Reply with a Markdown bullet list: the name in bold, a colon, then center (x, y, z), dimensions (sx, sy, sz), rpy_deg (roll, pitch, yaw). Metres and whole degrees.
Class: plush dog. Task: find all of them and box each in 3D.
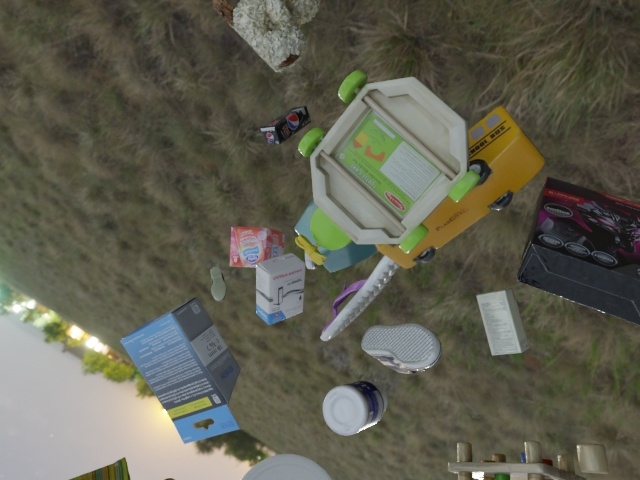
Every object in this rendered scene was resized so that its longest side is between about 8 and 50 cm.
- **plush dog**: center (-0.078, -0.502, 1.053), dimensions (0.210, 0.225, 0.262), rpy_deg (43, -171, -14)

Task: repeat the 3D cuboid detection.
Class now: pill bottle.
- **pill bottle**: center (0.093, 0.401, 1.220), dimensions (0.111, 0.112, 0.186), rpy_deg (17, 178, 28)

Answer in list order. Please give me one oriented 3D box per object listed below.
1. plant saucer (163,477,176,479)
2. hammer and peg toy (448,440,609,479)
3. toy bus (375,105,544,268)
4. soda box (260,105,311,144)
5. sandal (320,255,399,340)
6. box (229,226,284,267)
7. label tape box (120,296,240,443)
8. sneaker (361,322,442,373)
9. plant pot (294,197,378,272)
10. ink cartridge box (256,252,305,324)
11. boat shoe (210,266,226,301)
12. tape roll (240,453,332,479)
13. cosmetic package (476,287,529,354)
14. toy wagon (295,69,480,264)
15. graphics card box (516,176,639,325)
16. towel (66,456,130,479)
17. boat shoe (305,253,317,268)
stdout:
- **plant saucer**: center (-0.347, 0.577, 1.121), dimensions (0.013, 0.084, 0.083), rpy_deg (4, 147, 30)
- **hammer and peg toy**: center (0.535, 0.579, 1.227), dimensions (0.361, 0.128, 0.265), rpy_deg (-21, 140, 40)
- **toy bus**: center (0.248, -0.091, 0.955), dimensions (0.332, 0.130, 0.108), rpy_deg (-39, 132, 24)
- **soda box**: center (-0.099, -0.338, 1.468), dimensions (0.060, 0.169, 0.053), rpy_deg (3, 124, 36)
- **sandal**: center (0.130, 0.156, 1.654), dimensions (0.102, 0.416, 0.169), rpy_deg (42, -176, 20)
- **box**: center (-0.240, 0.033, 1.952), dimensions (0.142, 0.154, 0.300), rpy_deg (2, 178, 8)
- **label tape box**: center (-0.343, 0.346, 1.318), dimensions (0.240, 0.106, 0.334), rpy_deg (-27, 96, 33)
- **sneaker**: center (0.255, 0.312, 1.430), dimensions (0.127, 0.126, 0.321), rpy_deg (36, 163, -21)
- **plant pot**: center (0.070, -0.048, 1.186), dimensions (0.165, 0.234, 0.166), rpy_deg (51, 180, 33)
- **ink cartridge box**: center (-0.136, 0.163, 1.701), dimensions (0.086, 0.148, 0.203), rpy_deg (34, 130, 43)
- **boat shoe**: center (-0.329, 0.147, 1.611), dimensions (0.049, 0.137, 0.043), rpy_deg (-12, 137, -11)
- **tape roll**: center (-0.078, 0.627, 1.129), dimensions (0.246, 0.246, 0.169), rpy_deg (24, 146, 13)
- **cosmetic package**: center (0.336, 0.149, 0.924), dimensions (0.060, 0.115, 0.041), rpy_deg (-16, 173, 42)
- **toy wagon**: center (0.084, -0.102, 0.850), dimensions (0.267, 0.068, 0.344), rpy_deg (45, 114, 11)
- **graphics card box**: center (0.546, 0.000, 1.018), dimensions (0.232, 0.371, 0.094), rpy_deg (22, 126, 18)
- **towel**: center (-0.485, 0.492, 0.948), dimensions (0.102, 0.237, 0.021), rpy_deg (31, 130, 58)
- **boat shoe**: center (0.000, 0.000, 1.841), dimensions (0.102, 0.108, 0.301), rpy_deg (7, 134, 4)
